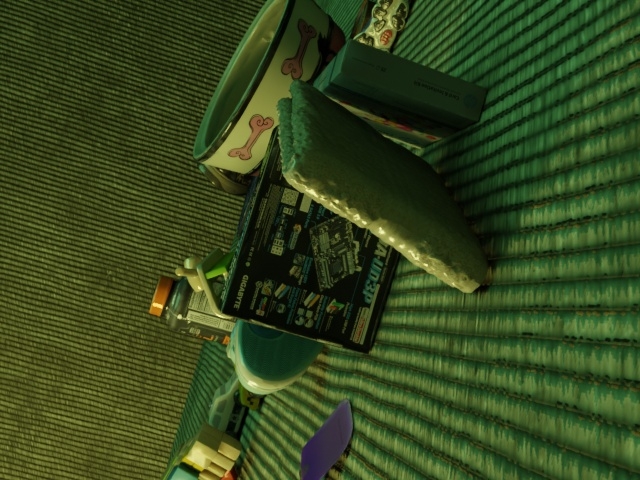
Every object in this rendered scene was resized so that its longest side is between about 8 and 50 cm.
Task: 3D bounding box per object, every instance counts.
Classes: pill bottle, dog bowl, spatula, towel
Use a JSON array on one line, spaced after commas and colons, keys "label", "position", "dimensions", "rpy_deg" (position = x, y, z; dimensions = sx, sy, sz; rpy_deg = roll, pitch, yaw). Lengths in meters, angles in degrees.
[{"label": "pill bottle", "position": [-0.247, 0.150, 1.892], "dimensions": [0.130, 0.246, 0.130], "rpy_deg": [-163, 90, -81]}, {"label": "dog bowl", "position": [-0.098, -0.307, 1.730], "dimensions": [0.408, 0.150, 0.408], "rpy_deg": [-52, 20, 29]}, {"label": "spatula", "position": [-0.027, 0.319, 1.002], "dimensions": [0.084, 0.030, 0.296], "rpy_deg": [-102, 31, -67]}, {"label": "towel", "position": [0.043, -0.059, 0.787], "dimensions": [0.049, 0.187, 0.282], "rpy_deg": [-56, 14, 16]}]

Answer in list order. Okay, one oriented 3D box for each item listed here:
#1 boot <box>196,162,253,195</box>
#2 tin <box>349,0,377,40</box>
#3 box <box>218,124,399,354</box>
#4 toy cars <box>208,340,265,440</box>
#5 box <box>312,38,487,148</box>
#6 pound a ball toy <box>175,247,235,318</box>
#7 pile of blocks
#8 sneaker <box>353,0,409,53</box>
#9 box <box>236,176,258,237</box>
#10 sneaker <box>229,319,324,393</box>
[{"label": "boot", "position": [-0.115, -0.245, 2.103], "dimensions": [0.284, 0.138, 0.377], "rpy_deg": [-49, -18, 16]}, {"label": "tin", "position": [0.071, -0.349, 1.590], "dimensions": [0.106, 0.040, 0.189], "rpy_deg": [-175, 102, -84]}, {"label": "box", "position": [0.000, 0.000, 0.966], "dimensions": [0.051, 0.175, 0.220], "rpy_deg": [-163, 89, -79]}, {"label": "toy cars", "position": [-0.163, 0.276, 1.675], "dimensions": [0.393, 0.087, 0.176], "rpy_deg": [117, 167, -45]}, {"label": "box", "position": [0.072, -0.148, 0.906], "dimensions": [0.186, 0.145, 0.038], "rpy_deg": [175, 113, -79]}, {"label": "pound a ball toy", "position": [-0.176, 0.082, 1.686], "dimensions": [0.319, 0.208, 0.135], "rpy_deg": [-85, -26, -84]}, {"label": "pile of blocks", "position": [-0.228, 0.451, 1.623], "dimensions": [0.149, 0.113, 0.362], "rpy_deg": [-62, 5, -27]}, {"label": "sneaker", "position": [0.099, -0.333, 1.376], "dimensions": [0.170, 0.068, 0.071], "rpy_deg": [-52, 7, 43]}, {"label": "box", "position": [-0.104, -0.110, 1.943], "dimensions": [0.153, 0.108, 0.207], "rpy_deg": [-85, 15, -52]}, {"label": "sneaker", "position": [-0.077, 0.164, 1.287], "dimensions": [0.319, 0.127, 0.208], "rpy_deg": [-70, 5, -59]}]
